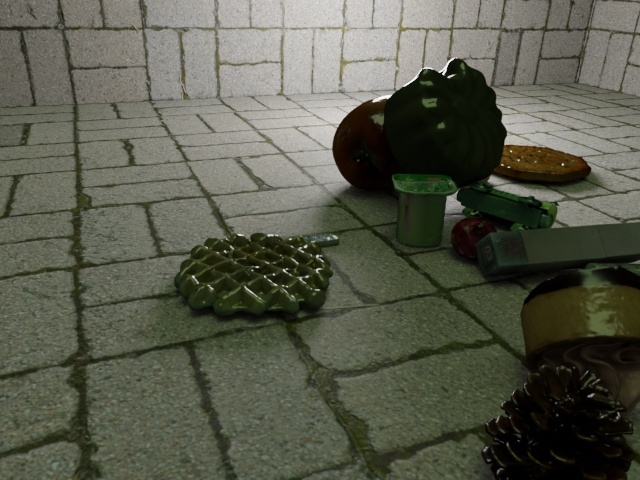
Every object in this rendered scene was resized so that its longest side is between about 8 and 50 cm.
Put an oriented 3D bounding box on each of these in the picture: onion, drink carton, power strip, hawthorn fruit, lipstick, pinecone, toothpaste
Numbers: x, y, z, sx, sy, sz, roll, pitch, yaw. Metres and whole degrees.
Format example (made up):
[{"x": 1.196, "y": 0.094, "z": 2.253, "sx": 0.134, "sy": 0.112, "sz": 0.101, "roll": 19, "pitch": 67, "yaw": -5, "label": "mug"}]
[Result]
[{"x": 0.345, "y": -0.006, "z": 1.240, "sx": 0.107, "sy": 0.097, "sz": 0.107, "roll": 1, "pitch": 46, "yaw": -2, "label": "onion"}, {"x": 0.237, "y": -0.068, "z": 1.305, "sx": 0.145, "sy": 0.143, "sz": 0.144, "roll": 3, "pitch": 23, "yaw": 2, "label": "drink carton"}, {"x": 0.000, "y": 0.000, "z": 1.286, "sx": 0.089, "sy": 0.016, "sz": 0.040, "roll": -7, "pitch": 26, "yaw": -19, "label": "power strip"}, {"x": 0.160, "y": -0.268, "z": 1.602, "sx": 0.267, "sy": 0.268, "sz": 0.300, "roll": 20, "pitch": 35, "yaw": 34, "label": "hawthorn fruit"}, {"x": 0.522, "y": 0.017, "z": 1.187, "sx": 0.370, "sy": 0.076, "sz": 0.080, "roll": -5, "pitch": 69, "yaw": -13, "label": "lipstick"}, {"x": 0.284, "y": 0.226, "z": 0.655, "sx": 0.162, "sy": 0.165, "sz": 0.163, "roll": 10, "pitch": 24, "yaw": -5, "label": "pinecone"}, {"x": 0.651, "y": 0.067, "z": 1.160, "sx": 0.268, "sy": 0.047, "sz": 0.069, "roll": -1, "pitch": 6, "yaw": -13, "label": "toothpaste"}]

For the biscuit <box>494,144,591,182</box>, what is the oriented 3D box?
[{"x": 0.709, "y": -0.259, "z": 1.856, "sx": 0.358, "sy": 0.046, "sz": 0.359, "roll": 1, "pitch": 26, "yaw": -1, "label": "biscuit"}]

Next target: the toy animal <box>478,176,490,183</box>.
[{"x": 0.467, "y": -0.275, "z": 1.687, "sx": 0.124, "sy": 0.213, "sz": 0.124, "roll": -3, "pitch": 30, "yaw": 2, "label": "toy animal"}]

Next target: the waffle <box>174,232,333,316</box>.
[{"x": -0.129, "y": 0.060, "z": 1.105, "sx": 0.308, "sy": 0.056, "sz": 0.292, "roll": 3, "pitch": 25, "yaw": 0, "label": "waffle"}]

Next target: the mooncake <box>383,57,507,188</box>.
[{"x": 0.338, "y": -0.300, "z": 1.465, "sx": 0.187, "sy": 0.352, "sz": 0.351, "roll": -18, "pitch": 5, "yaw": 46, "label": "mooncake"}]

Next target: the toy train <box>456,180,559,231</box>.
[{"x": 0.483, "y": -0.085, "z": 1.426, "sx": 0.253, "sy": 0.105, "sz": 0.157, "roll": 22, "pitch": 20, "yaw": 38, "label": "toy train"}]

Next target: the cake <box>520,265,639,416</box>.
[{"x": 0.392, "y": 0.160, "z": 0.794, "sx": 0.184, "sy": 0.208, "sz": 0.178, "roll": 3, "pitch": 52, "yaw": -1, "label": "cake"}]
